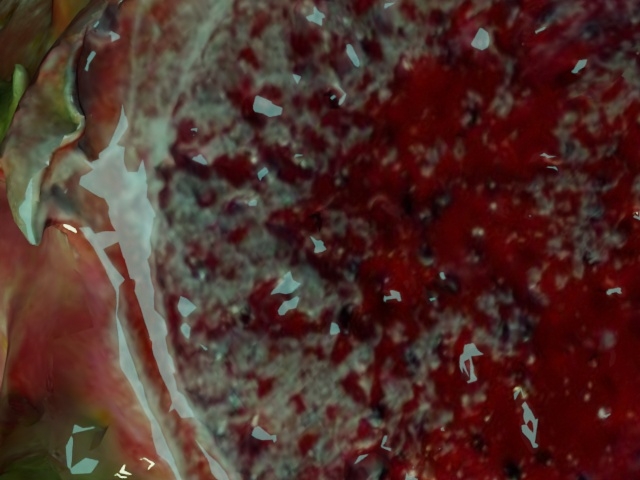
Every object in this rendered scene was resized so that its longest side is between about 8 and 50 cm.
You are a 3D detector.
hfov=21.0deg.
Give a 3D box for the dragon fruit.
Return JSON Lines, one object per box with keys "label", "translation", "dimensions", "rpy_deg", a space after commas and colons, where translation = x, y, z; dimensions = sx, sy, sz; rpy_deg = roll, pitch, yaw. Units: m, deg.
{"label": "dragon fruit", "translation": [0.000, 0.000, 0.381], "dimensions": [0.211, 0.147, 0.282], "rpy_deg": [-27, 98, -13]}
